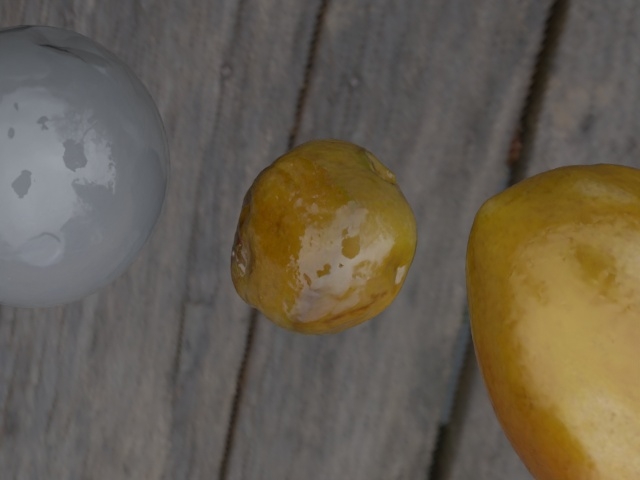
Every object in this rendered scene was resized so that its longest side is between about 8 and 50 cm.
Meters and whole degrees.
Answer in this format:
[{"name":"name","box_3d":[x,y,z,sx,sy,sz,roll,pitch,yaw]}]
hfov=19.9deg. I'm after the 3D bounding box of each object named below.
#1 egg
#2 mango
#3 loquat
[{"name":"egg","box_3d":[-0.183,-0.049,1.159,0.176,0.232,0.176,2,72,-5]},{"name":"mango","box_3d":[0.175,0.069,0.870,0.257,0.138,0.187,25,107,-7]},{"name":"loquat","box_3d":[0.000,0.000,1.243,0.113,0.137,0.137,1,122,-58]}]
